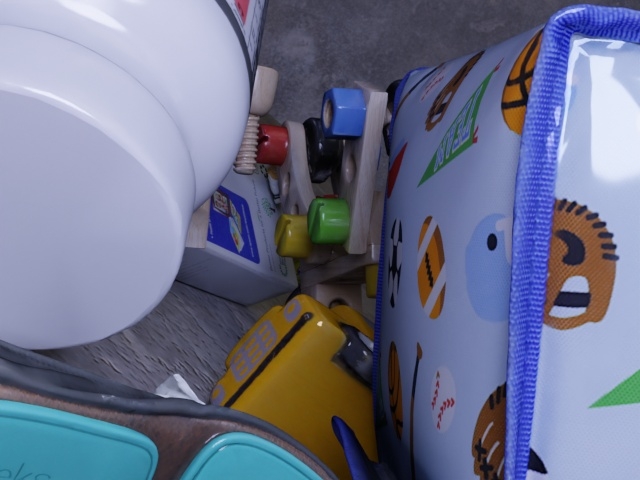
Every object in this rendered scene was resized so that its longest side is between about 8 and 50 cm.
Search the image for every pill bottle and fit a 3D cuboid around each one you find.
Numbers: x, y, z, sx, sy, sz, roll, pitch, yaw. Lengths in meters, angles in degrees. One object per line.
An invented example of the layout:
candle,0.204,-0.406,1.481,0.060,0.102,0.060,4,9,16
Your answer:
pill bottle,-0.136,-0.127,0.698,0.210,0.210,0.363,38,34,-27

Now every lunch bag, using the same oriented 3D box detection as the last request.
lunch bag,0.133,0.094,0.632,0.239,0.385,0.328,4,4,-6

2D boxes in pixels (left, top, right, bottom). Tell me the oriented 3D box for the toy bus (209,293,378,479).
toy bus,0.067,0.154,0.902,0.333,0.108,0.130,38,9,-28

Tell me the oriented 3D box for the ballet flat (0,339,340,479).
ballet flat,-0.085,0.097,0.551,0.280,0.095,0.096,35,2,-43

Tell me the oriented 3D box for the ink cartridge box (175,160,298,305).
ink cartridge box,-0.131,-0.058,1.017,0.333,0.065,0.165,32,43,-60

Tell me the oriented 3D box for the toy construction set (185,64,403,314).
toy construction set,0.000,0.000,0.955,0.309,0.237,0.257,10,-7,-44

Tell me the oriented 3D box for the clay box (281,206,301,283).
clay box,-0.065,-0.022,1.425,0.222,0.053,0.127,49,10,35

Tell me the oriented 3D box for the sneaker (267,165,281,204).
sneaker,-0.032,-0.057,1.148,0.032,0.037,0.083,-1,17,16
